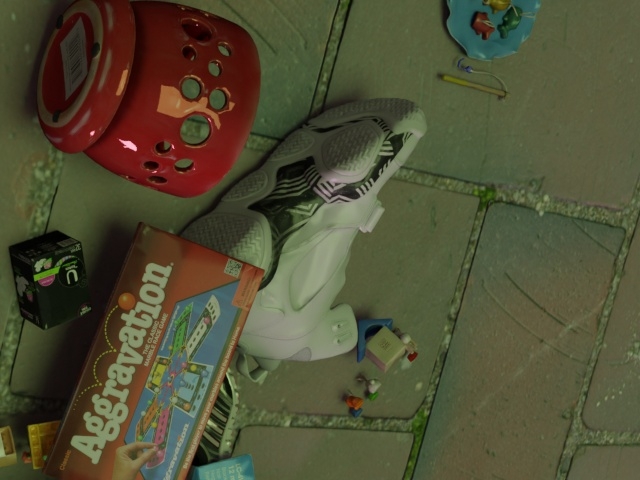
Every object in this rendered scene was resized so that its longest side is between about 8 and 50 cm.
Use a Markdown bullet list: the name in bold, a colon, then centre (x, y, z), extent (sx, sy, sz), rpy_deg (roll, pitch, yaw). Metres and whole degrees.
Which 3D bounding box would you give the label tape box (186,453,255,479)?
- **label tape box**: centre (-0.194, 0.398, 1.610), extent (0.347, 0.115, 0.249), rpy_deg (-11, 93, -24)

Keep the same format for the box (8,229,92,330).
- **box**: centre (-0.283, 0.042, 1.539), extent (0.062, 0.052, 0.083), rpy_deg (-21, 118, -33)

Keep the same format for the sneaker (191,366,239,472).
- **sneaker**: centre (-0.143, 0.210, 1.709), extent (0.074, 0.063, 0.170), rpy_deg (-16, 119, -43)

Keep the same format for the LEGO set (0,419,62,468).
- **LEGO set**: centre (-0.251, 0.175, 1.607), extent (0.287, 0.107, 0.132), rpy_deg (-44, 94, -15)

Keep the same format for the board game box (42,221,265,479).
- **board game box**: centre (-0.175, 0.136, 1.549), extent (0.145, 0.027, 0.281), rpy_deg (22, 85, -12)

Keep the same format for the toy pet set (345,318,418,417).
- **toy pet set**: centre (0.065, 0.150, 1.888), extent (0.122, 0.065, 0.114), rpy_deg (-43, 163, -18)

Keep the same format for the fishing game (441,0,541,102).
- **fishing game**: centre (0.233, -0.318, 1.871), extent (0.189, 0.041, 0.264), rpy_deg (14, 95, -45)

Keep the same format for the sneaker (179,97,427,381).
- **sneaker**: centre (0.000, 0.000, 1.718), extent (0.366, 0.137, 0.210), rpy_deg (-40, 127, -17)

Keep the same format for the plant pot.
- **plant pot**: centre (-0.182, -0.152, 1.476), extent (0.174, 0.191, 0.191), rpy_deg (14, 95, -34)
